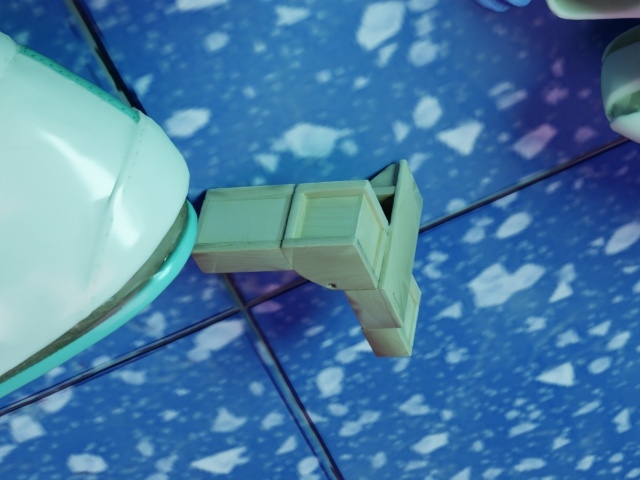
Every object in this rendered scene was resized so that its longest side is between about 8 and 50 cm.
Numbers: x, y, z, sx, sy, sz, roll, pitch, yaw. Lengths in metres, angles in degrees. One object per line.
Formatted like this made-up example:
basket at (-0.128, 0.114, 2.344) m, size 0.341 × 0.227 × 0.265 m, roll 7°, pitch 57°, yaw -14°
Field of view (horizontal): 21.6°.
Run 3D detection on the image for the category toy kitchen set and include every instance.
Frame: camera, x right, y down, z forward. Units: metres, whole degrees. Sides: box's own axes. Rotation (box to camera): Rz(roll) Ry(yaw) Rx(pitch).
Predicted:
toy kitchen set at (0.000, 0.000, 0.721) m, size 0.075 × 0.068 × 0.083 m, roll -3°, pitch 143°, yaw 21°

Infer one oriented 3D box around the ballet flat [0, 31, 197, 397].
ballet flat at (-0.230, 0.060, 0.637) m, size 0.400 × 0.139 × 0.139 m, roll -38°, pitch 136°, yaw 11°

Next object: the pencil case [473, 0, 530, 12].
pencil case at (0.099, -0.208, 0.457) m, size 0.119 × 0.133 × 0.306 m, roll 28°, pitch 111°, yaw -41°

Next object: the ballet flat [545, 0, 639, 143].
ballet flat at (0.147, -0.096, 0.648) m, size 0.106 × 0.108 × 0.316 m, roll -21°, pitch 132°, yaw 18°
